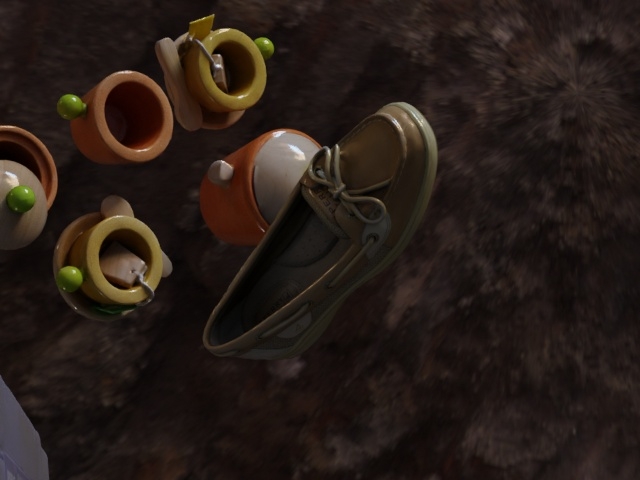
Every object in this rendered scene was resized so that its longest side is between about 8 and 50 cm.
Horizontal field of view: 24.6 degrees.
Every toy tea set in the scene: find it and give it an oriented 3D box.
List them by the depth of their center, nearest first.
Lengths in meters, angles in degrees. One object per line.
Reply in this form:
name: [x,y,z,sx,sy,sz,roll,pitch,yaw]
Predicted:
toy tea set: [-0.119,-0.051,1.129,0.124,0.336,0.200,-13,-76,50]

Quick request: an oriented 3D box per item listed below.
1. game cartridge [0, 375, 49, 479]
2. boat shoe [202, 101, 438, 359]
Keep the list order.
game cartridge: [-0.172,0.193,0.744,0.068,0.355,0.230,-8,-104,-8]
boat shoe: [-0.001,-0.001,0.693,0.153,0.048,0.056,-51,-119,29]
